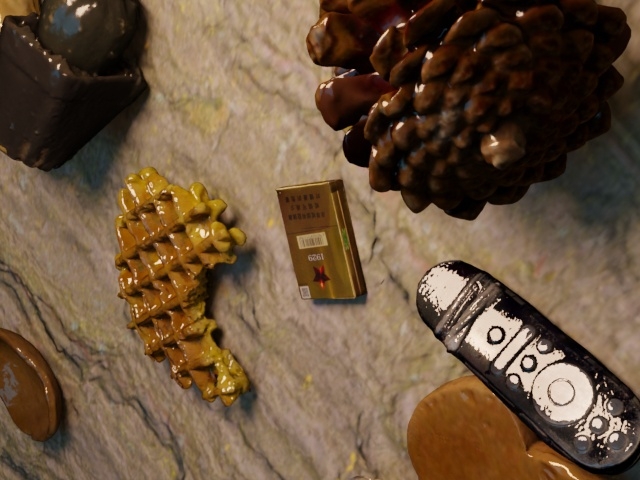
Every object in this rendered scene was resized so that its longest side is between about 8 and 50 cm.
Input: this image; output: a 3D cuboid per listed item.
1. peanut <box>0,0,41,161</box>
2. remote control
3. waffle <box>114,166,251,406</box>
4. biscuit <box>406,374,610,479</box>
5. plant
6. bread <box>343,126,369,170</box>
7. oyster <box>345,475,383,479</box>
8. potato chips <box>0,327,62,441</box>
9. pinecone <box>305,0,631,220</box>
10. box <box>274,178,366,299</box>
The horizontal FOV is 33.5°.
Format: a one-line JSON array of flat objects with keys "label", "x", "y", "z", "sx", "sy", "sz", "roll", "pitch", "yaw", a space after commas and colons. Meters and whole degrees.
[{"label": "peanut", "x": -0.430, "y": -0.258, "z": 1.461, "sx": 0.149, "sy": 0.149, "sz": 0.313, "roll": -23, "pitch": 92, "yaw": 48}, {"label": "remote control", "x": 0.196, "y": 0.116, "z": 1.000, "sx": 0.090, "sy": 0.066, "sz": 0.266, "roll": -46, "pitch": 58, "yaw": 0}, {"label": "waffle", "x": -0.179, "y": 0.051, "z": 1.366, "sx": 0.260, "sy": 0.069, "sz": 0.293, "roll": 28, "pitch": 126, "yaw": 40}, {"label": "biscuit", "x": 0.208, "y": 0.312, "z": 1.060, "sx": 0.269, "sy": 0.051, "sz": 0.376, "roll": -25, "pitch": 85, "yaw": 49}, {"label": "plant", "x": -0.312, "y": -0.211, "z": 1.323, "sx": 0.142, "sy": 0.164, "sz": 0.256, "roll": 39, "pitch": 114, "yaw": 22}, {"label": "bread", "x": 0.063, "y": -0.118, "z": 1.028, "sx": 0.090, "sy": 0.094, "sz": 0.035, "roll": 59, "pitch": 137, "yaw": 10}, {"label": "oyster", "x": 0.080, "y": 0.439, "z": 1.175, "sx": 0.351, "sy": 0.115, "sz": 0.238, "roll": 61, "pitch": 155, "yaw": 10}, {"label": "potato chips", "x": -0.475, "y": 0.228, "z": 1.737, "sx": 0.208, "sy": 0.062, "sz": 0.195, "roll": 24, "pitch": 126, "yaw": 37}, {"label": "pinecone", "x": 0.101, "y": -0.160, "z": 0.869, "sx": 0.264, "sy": 0.264, "sz": 0.264, "roll": 18, "pitch": 117, "yaw": 41}, {"label": "box", "x": 0.000, "y": 0.000, "z": 1.188, "sx": 0.090, "sy": 0.023, "sz": 0.133, "roll": -6, "pitch": 100, "yaw": 49}]
